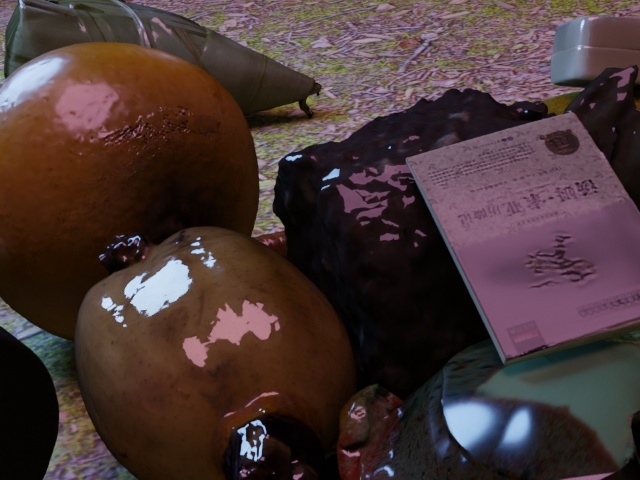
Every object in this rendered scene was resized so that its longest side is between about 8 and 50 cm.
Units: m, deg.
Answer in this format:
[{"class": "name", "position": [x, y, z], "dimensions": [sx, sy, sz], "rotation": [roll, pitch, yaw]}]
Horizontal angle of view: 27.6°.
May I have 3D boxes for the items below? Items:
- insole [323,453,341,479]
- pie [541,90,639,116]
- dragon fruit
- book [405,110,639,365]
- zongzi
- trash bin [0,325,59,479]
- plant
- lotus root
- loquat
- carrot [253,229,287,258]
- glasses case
[{"class": "insole", "position": [0.015, 0.180, 0.874], "dimensions": [0.045, 0.002, 0.135], "rotation": [-5, 24, 7]}, {"class": "pie", "position": [0.291, -0.079, 1.311], "dimensions": [0.323, 0.070, 0.323], "rotation": [-7, 25, 3]}, {"class": "dragon fruit", "position": [0.141, 0.151, 0.760], "dimensions": [0.269, 0.130, 0.295], "rotation": [-4, 23, 20]}, {"class": "book", "position": [0.142, -0.006, 0.834], "dimensions": [0.127, 0.014, 0.181], "rotation": [-15, 51, -9]}, {"class": "zongzi", "position": [-0.249, -0.250, 1.770], "dimensions": [0.418, 0.181, 0.447], "rotation": [3, 17, -16]}, {"class": "trash bin", "position": [-0.352, 0.090, 0.941], "dimensions": [0.214, 0.214, 0.334], "rotation": [-26, 37, -36]}, {"class": "plant", "position": [0.136, -0.006, 0.997], "dimensions": [0.312, 0.215, 0.213], "rotation": [-22, 30, -19]}, {"class": "lotus root", "position": [-0.063, 0.096, 0.880], "dimensions": [0.183, 0.182, 0.310], "rotation": [-15, 24, -18]}, {"class": "loquat", "position": [-0.178, -0.043, 1.117], "dimensions": [0.263, 0.263, 0.263], "rotation": [-6, 23, 3]}, {"class": "carrot", "position": [-0.001, -0.001, 1.257], "dimensions": [0.165, 0.035, 0.036], "rotation": [-14, 24, -21]}, {"class": "glasses case", "position": [0.418, -0.195, 1.423], "dimensions": [0.313, 0.070, 0.131], "rotation": [4, 4, -4]}]
